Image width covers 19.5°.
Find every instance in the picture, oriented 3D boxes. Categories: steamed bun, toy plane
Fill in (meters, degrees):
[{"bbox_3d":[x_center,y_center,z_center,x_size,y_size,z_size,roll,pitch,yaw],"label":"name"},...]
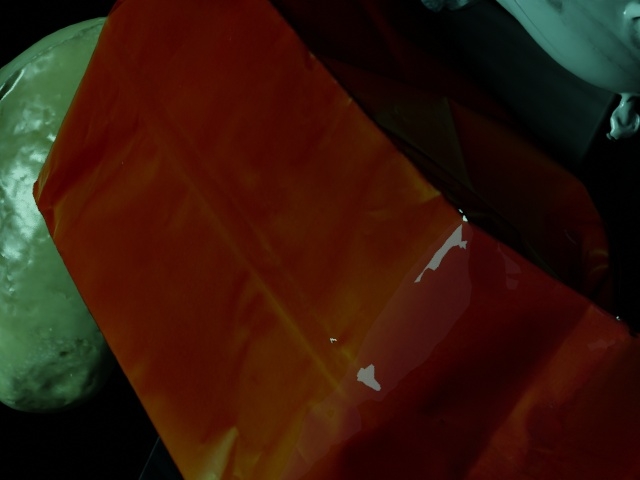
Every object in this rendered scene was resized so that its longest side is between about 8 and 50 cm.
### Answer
[{"bbox_3d":[-0.174,-0.012,1.075,0.231,0.110,0.212,-43,47,42],"label":"steamed bun"},{"bbox_3d":[0.064,-0.150,0.690,0.107,0.273,0.182,-54,37,-10],"label":"toy plane"}]

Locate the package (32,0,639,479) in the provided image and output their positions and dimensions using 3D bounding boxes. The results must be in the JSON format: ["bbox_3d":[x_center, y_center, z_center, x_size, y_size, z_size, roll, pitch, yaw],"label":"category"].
[{"bbox_3d":[0.000,-0.001,0.832,0.196,0.123,0.423,-62,37,22],"label":"package"}]
